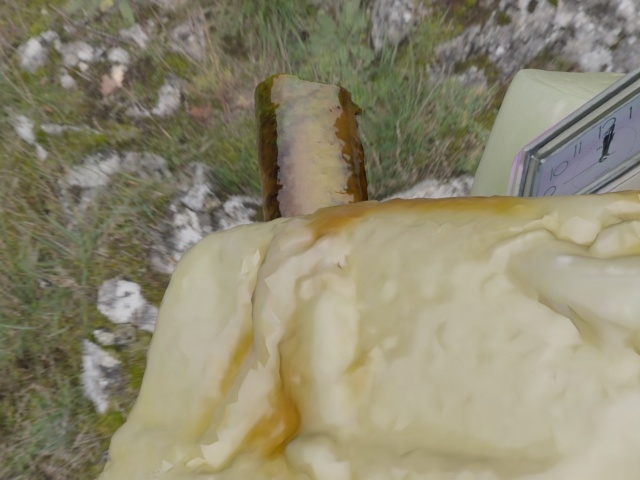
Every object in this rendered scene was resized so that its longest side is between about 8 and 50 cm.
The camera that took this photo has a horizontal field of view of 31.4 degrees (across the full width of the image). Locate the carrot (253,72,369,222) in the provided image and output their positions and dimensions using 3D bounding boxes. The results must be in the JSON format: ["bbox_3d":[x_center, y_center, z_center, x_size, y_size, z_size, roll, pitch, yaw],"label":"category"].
[{"bbox_3d":[0.000,0.000,1.044,0.114,0.114,0.302,-5,76,1],"label":"carrot"}]

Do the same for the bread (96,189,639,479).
[{"bbox_3d":[0.124,0.161,0.484,0.390,0.371,0.279,-5,57,40],"label":"bread"}]

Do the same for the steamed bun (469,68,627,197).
[{"bbox_3d":[0.384,-0.017,1.466,0.456,0.290,0.371,30,115,36],"label":"steamed bun"}]

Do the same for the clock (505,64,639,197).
[{"bbox_3d":[0.242,-0.059,0.935,0.071,0.147,0.192,40,130,-16],"label":"clock"}]
